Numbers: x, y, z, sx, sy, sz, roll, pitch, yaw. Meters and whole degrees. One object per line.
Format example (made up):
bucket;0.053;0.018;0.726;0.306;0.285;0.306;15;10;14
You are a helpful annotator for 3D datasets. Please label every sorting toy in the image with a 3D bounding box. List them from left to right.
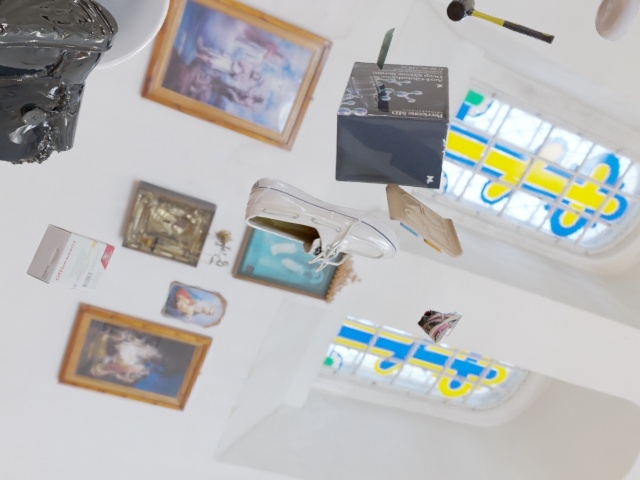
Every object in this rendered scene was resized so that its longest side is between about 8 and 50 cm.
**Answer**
sorting toy;0.255;-0.048;1.429;0.038;0.208;0.193;-54;-164;27

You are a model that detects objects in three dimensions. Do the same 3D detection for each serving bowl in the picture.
serving bowl;0.433;-0.339;0.836;0.083;0.027;0.083;-172;-90;-81

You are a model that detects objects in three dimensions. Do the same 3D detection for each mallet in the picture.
mallet;0.316;-0.386;0.991;0.062;0.190;0.039;-58;167;-48

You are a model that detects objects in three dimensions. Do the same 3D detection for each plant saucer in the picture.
plant saucer;0.181;-0.543;1.596;0.119;0.021;0.119;-163;-90;-88

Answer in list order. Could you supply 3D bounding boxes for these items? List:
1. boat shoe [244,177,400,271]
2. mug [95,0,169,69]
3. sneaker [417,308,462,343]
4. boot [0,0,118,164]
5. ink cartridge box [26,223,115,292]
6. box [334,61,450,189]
boat shoe;0.002;-0.005;1.265;0.136;0.367;0.156;-49;-158;54
mug;-0.499;-0.575;1.076;0.276;0.328;0.374;-34;160;-26
sneaker;0.308;0.204;1.463;0.072;0.077;0.178;-59;156;16
boot;-0.352;-0.164;0.590;0.094;0.246;0.207;55;-53;16
ink cartridge box;-0.591;0.045;1.350;0.127;0.072;0.175;-68;163;-6
box;0.213;-0.345;1.640;0.395;0.294;0.212;-75;168;-51
